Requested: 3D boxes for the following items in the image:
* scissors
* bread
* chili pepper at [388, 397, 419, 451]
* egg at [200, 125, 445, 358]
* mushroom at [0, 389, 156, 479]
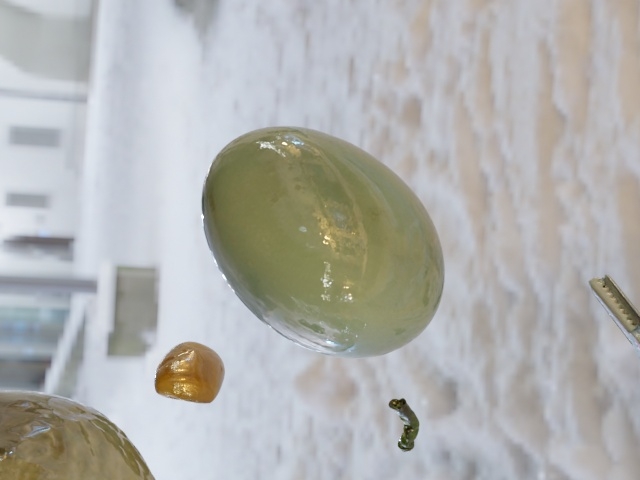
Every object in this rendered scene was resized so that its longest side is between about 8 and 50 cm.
[{"bbox_3d":[0.372,0.123,1.856,0.256,0.030,0.125,60,177,46],"label":"scissors"},{"bbox_3d":[-0.154,0.154,1.987,0.115,0.082,0.056,-58,-19,-76],"label":"bread"},{"bbox_3d":[0.089,0.193,1.722,0.022,0.027,0.083,41,153,41],"label":"chili pepper"},{"bbox_3d":[0.000,0.000,1.390,0.168,0.231,0.168,-48,-12,-14],"label":"egg"},{"bbox_3d":[-0.205,0.193,1.028,0.190,0.267,0.164,20,120,51],"label":"mushroom"}]
